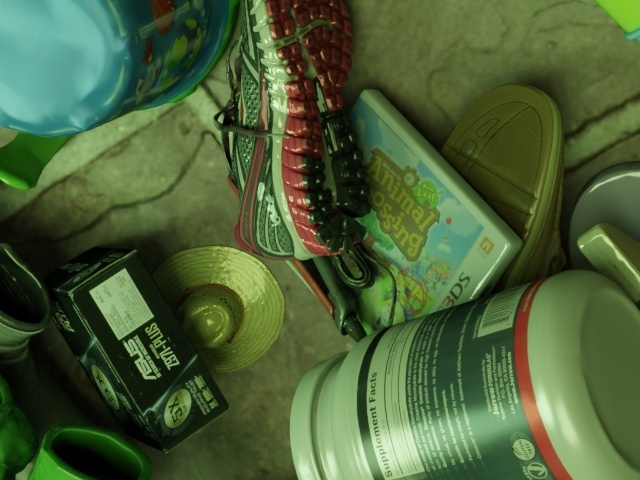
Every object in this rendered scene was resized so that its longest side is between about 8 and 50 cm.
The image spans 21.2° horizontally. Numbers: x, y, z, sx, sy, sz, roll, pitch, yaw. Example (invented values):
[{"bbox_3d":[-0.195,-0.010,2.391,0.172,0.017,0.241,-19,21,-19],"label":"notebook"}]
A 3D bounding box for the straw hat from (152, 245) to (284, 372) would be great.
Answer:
[{"bbox_3d":[-0.110,0.077,1.653,0.144,0.061,0.144,5,112,11],"label":"straw hat"}]

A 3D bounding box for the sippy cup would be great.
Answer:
[{"bbox_3d":[-0.209,-0.197,1.479,0.240,0.224,0.305,-3,111,15],"label":"sippy cup"}]

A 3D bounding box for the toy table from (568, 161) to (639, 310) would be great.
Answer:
[{"bbox_3d":[0.326,0.066,1.490,0.274,0.161,0.252,37,115,-2],"label":"toy table"}]

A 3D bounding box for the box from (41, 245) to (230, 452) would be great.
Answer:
[{"bbox_3d":[-0.182,0.100,1.626,0.077,0.147,0.180,-34,104,-18],"label":"box"}]

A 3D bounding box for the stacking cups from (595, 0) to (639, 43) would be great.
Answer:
[{"bbox_3d":[0.312,-0.184,1.442,0.316,0.096,0.096,41,115,-10],"label":"stacking cups"}]

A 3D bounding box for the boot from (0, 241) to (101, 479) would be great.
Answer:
[{"bbox_3d":[-0.299,0.121,1.641,0.338,0.118,0.223,38,141,-5],"label":"boot"}]

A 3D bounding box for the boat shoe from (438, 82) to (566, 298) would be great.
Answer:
[{"bbox_3d":[0.158,0.020,1.543,0.121,0.110,0.341,30,114,37],"label":"boat shoe"}]

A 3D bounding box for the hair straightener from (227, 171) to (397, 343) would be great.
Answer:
[{"bbox_3d":[0.000,0.000,1.542,0.089,0.047,0.230,-49,60,33],"label":"hair straightener"}]

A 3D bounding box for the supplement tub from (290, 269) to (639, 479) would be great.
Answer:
[{"bbox_3d":[0.132,0.146,1.392,0.272,0.191,0.191,-20,106,34],"label":"supplement tub"}]

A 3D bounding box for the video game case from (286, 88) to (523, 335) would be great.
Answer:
[{"bbox_3d":[0.063,0.003,1.536,0.212,0.023,0.193,49,124,28],"label":"video game case"}]

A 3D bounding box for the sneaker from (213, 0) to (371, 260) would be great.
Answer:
[{"bbox_3d":[-0.042,-0.131,1.492,0.112,0.121,0.299,-8,84,37],"label":"sneaker"}]

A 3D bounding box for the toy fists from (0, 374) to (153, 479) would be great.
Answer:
[{"bbox_3d":[-0.274,0.212,1.576,0.279,0.096,0.142,26,124,13],"label":"toy fists"}]
